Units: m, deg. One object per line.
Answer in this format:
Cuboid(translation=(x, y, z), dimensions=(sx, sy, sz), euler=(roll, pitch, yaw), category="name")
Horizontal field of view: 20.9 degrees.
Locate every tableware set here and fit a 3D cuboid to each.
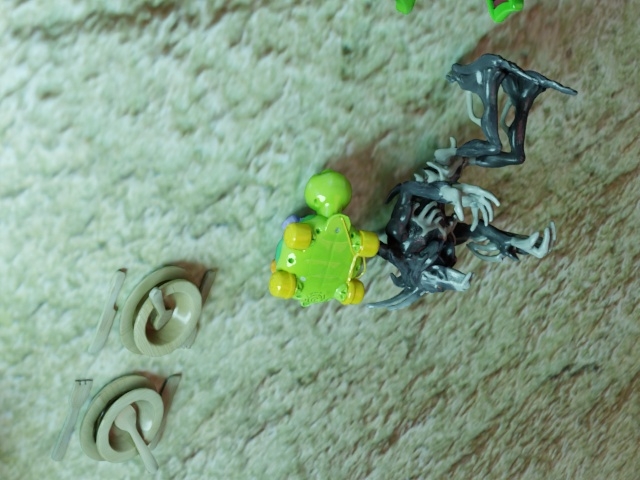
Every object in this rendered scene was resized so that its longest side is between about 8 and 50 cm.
Cuboid(translation=(-0.152, 0.116, 1.525), dimensions=(0.128, 0.039, 0.194), euler=(0, 116, -50), category="tableware set")

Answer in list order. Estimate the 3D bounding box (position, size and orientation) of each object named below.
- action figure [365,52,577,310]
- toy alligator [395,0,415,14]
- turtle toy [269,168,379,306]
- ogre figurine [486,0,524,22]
Cuboid(translation=(0.146, -0.039, 1.680), dimensions=(0.164, 0.141, 0.276), euler=(13, 102, -55), category="action figure")
Cuboid(translation=(0.067, -0.276, 1.475), dimensions=(0.051, 0.056, 0.190), euler=(-24, 133, -38), category="toy alligator")
Cuboid(translation=(0.000, 0.000, 1.594), dimensions=(0.095, 0.066, 0.130), euler=(7, 110, -27), category="turtle toy")
Cuboid(translation=(0.157, -0.245, 1.450), dimensions=(0.197, 0.097, 0.118), euler=(-26, 170, -25), category="ogre figurine")
